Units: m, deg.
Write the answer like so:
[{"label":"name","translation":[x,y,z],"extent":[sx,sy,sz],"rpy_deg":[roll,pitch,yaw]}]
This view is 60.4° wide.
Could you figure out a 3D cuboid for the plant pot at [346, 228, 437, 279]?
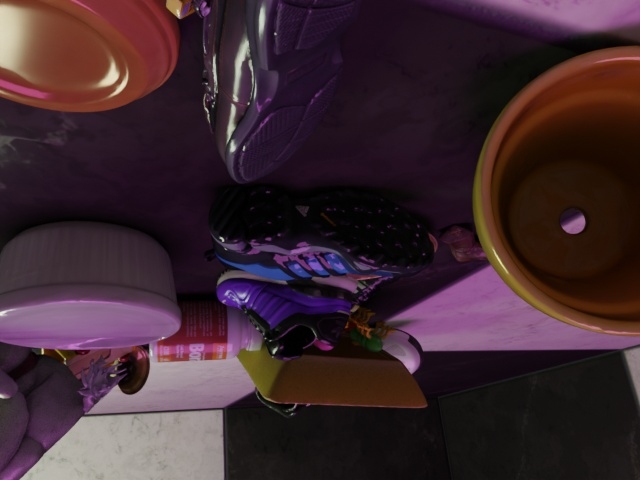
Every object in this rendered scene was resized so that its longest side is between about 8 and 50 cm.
[{"label":"plant pot","translation":[0.069,0.013,0.892],"extent":[0.236,0.032,0.236],"rpy_deg":[-4,158,-2]}]

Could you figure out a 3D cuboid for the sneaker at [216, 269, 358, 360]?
[{"label":"sneaker","translation":[-0.078,0.125,0.928],"extent":[0.293,0.146,0.102],"rpy_deg":[-4,161,39]}]

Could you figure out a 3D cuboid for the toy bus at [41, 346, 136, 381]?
[{"label":"toy bus","translation":[-0.464,0.205,1.128],"extent":[0.104,0.191,0.202],"rpy_deg":[33,169,23]}]

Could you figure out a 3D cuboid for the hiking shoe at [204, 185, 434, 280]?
[{"label":"hiking shoe","translation":[0.000,0.000,0.749],"extent":[0.304,0.113,0.132],"rpy_deg":[10,152,-9]}]

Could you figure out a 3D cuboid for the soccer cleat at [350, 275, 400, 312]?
[{"label":"soccer cleat","translation":[0.074,0.096,1.038],"extent":[0.179,0.072,0.060],"rpy_deg":[-18,155,27]}]

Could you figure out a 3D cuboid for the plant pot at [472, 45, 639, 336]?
[{"label":"plant pot","translation":[0.288,-0.035,0.583],"extent":[0.254,0.254,0.239],"rpy_deg":[-11,173,12]}]

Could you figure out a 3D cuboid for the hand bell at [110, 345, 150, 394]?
[{"label":"hand bell","translation":[-0.585,0.330,1.446],"extent":[0.242,0.126,0.126],"rpy_deg":[-1,161,23]}]

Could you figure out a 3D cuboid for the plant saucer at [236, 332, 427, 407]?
[{"label":"plant saucer","translation":[0.012,0.253,1.164],"extent":[0.333,0.081,0.333],"rpy_deg":[8,-179,-20]}]

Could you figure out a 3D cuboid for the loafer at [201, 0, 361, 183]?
[{"label":"loafer","translation":[-0.043,-0.149,0.432],"extent":[0.109,0.095,0.302],"rpy_deg":[-32,171,-21]}]

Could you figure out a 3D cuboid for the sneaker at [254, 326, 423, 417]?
[{"label":"sneaker","translation":[0.038,0.365,1.422],"extent":[0.447,0.169,0.257],"rpy_deg":[-13,-168,20]}]

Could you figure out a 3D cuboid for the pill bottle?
[{"label":"pill bottle","translation":[-0.228,0.179,1.102],"extent":[0.216,0.121,0.121],"rpy_deg":[0,157,-14]}]

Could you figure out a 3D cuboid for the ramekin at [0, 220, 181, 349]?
[{"label":"ramekin","translation":[-0.342,0.072,0.809],"extent":[0.273,0.127,0.273],"rpy_deg":[-5,157,-2]}]

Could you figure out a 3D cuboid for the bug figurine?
[{"label":"bug figurine","translation":[0.014,0.177,1.142],"extent":[0.279,0.072,0.216],"rpy_deg":[11,-175,-33]}]

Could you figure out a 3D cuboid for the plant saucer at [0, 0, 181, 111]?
[{"label":"plant saucer","translation":[-0.204,-0.148,0.396],"extent":[0.200,0.037,0.200],"rpy_deg":[0,163,0]}]

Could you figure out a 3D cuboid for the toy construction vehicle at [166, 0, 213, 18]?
[{"label":"toy construction vehicle","translation":[-0.093,-0.183,0.311],"extent":[0.086,0.035,0.098],"rpy_deg":[43,147,-3]}]

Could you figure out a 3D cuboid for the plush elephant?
[{"label":"plush elephant","translation":[-0.528,0.242,0.911],"extent":[0.330,0.255,0.272],"rpy_deg":[-42,-171,7]}]

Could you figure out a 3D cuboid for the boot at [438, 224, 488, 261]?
[{"label":"boot","translation":[0.258,0.000,0.907],"extent":[0.106,0.037,0.114],"rpy_deg":[-17,151,20]}]
